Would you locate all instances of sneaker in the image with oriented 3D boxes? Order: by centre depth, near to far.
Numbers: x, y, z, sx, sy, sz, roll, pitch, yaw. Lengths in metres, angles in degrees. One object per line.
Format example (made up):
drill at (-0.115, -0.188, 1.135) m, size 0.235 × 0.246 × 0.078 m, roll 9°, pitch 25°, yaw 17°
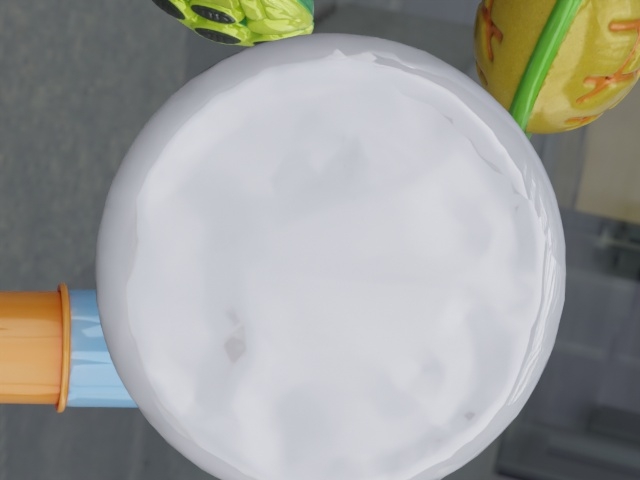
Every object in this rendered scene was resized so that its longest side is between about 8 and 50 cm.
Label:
sneaker at (-0.120, -0.260, 1.328) m, size 0.123 × 0.295 × 0.109 m, roll -55°, pitch 179°, yaw -21°

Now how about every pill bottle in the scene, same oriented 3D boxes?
pill bottle at (0.000, 0.000, 0.726) m, size 0.301 × 0.169 × 0.169 m, roll -107°, pitch -152°, yaw -84°

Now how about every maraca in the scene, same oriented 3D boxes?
maraca at (0.136, -0.111, 0.974) m, size 0.127 × 0.099 × 0.185 m, roll -56°, pitch 170°, yaw -25°

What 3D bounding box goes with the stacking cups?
stacking cups at (-0.125, 0.066, 1.041) m, size 0.096 × 0.316 × 0.096 m, roll -179°, pitch -90°, yaw -74°
